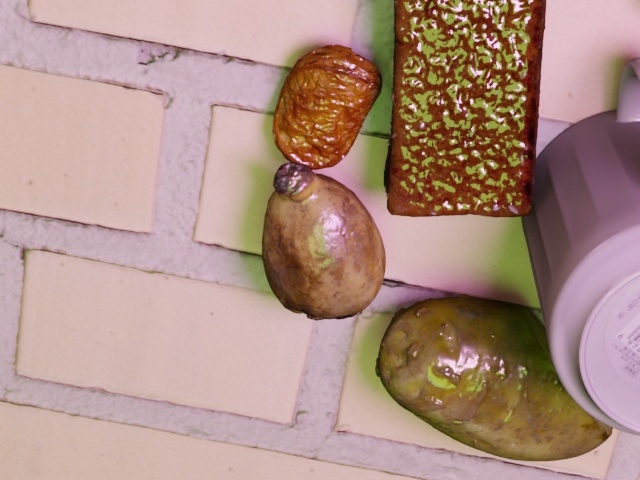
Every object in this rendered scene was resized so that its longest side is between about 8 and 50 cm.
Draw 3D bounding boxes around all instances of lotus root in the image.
[{"bbox_3d":[0.000,0.000,1.504,0.138,0.138,0.214,-7,130,6],"label":"lotus root"}]

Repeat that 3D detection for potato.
[{"bbox_3d":[0.205,0.158,1.576,0.298,0.141,0.176,22,123,-18],"label":"potato"}]

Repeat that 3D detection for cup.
[{"bbox_3d":[0.336,-0.007,1.378,0.236,0.327,0.323,0,115,2],"label":"cup"}]

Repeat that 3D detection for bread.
[{"bbox_3d":[0.148,-0.227,1.396,0.165,0.113,0.417,1,115,1],"label":"bread"}]

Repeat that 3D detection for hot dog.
[{"bbox_3d":[0.006,-0.145,1.467,0.099,0.065,0.147,20,123,-7],"label":"hot dog"}]
